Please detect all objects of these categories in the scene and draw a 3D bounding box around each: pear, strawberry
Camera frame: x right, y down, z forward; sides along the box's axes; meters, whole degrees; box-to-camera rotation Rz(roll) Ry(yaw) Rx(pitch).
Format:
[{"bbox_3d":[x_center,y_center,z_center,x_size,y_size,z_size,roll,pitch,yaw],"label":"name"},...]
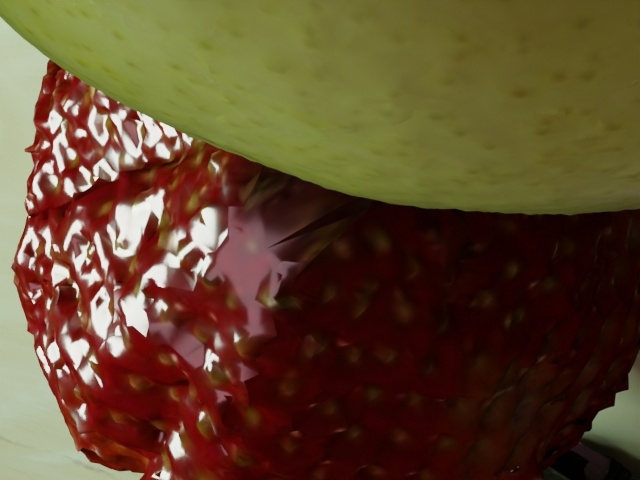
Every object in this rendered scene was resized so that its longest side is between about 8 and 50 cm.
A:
[{"bbox_3d":[0.034,-0.151,0.443,0.309,0.309,0.309,36,146,28],"label":"pear"},{"bbox_3d":[0.000,0.000,0.706,0.250,0.238,0.288,41,175,1],"label":"strawberry"}]

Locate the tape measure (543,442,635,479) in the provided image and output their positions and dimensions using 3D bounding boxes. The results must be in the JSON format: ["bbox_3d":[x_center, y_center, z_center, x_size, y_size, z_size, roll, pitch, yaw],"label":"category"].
[{"bbox_3d":[0.094,0.130,0.844,0.118,0.125,0.074,28,124,32],"label":"tape measure"}]
